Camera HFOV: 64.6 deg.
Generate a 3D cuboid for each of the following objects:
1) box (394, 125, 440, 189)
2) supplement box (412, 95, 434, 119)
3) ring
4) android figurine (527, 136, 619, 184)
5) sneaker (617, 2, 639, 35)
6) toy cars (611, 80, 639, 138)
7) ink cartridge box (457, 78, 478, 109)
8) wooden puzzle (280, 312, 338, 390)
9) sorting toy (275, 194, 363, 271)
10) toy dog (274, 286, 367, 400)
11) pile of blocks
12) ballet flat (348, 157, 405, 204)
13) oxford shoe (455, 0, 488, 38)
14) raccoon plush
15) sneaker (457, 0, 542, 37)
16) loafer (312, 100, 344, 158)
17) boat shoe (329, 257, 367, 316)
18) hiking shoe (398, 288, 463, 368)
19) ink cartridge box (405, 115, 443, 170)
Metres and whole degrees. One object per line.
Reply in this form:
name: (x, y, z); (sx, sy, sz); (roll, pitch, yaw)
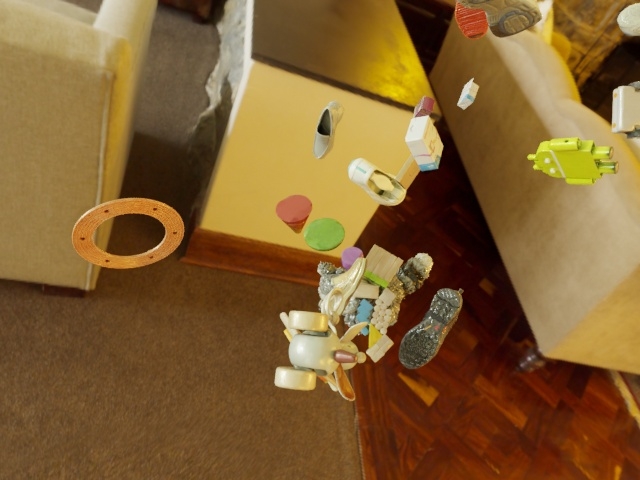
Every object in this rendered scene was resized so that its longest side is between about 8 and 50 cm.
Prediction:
box: (0.314, -0.262, 1.630); (0.021, 0.201, 0.164); (36, 8, 17)
supplement box: (0.366, -0.465, 1.799); (0.043, 0.083, 0.055); (17, 72, -8)
ring: (-0.608, -0.023, 1.618); (0.337, 0.336, 0.032); (0, 50, -29)
android figurine: (0.853, -0.271, 1.728); (0.248, 0.273, 0.056); (39, 68, -43)
sneaker: (0.862, -0.549, 1.240); (0.086, 0.085, 0.237); (8, 8, -39)
toy cars: (0.689, -0.304, 0.956); (0.394, 0.087, 0.176); (-41, 100, -6)
ink cartridge box: (0.454, -0.449, 1.551); (0.028, 0.048, 0.083); (29, 67, -11)
wooden puzzle: (-0.042, 0.365, 1.637); (0.044, 0.238, 0.221); (-36, 44, -4)
sorting toy: (0.000, 0.000, 1.615); (0.127, 0.126, 0.365); (-36, 56, -22)
toy dog: (0.041, 0.240, 1.094); (0.161, 0.220, 0.334); (6, 10, 25)
pile of blocks: (0.171, 0.199, 1.628); (0.149, 0.112, 0.362); (7, 85, 3)
ballet flat: (0.267, -0.219, 2.094); (0.400, 0.139, 0.139); (23, 34, -48)
oxford shoe: (0.417, -0.692, 1.403); (0.097, 0.271, 0.098); (-5, 52, 22)
raccoon plush: (0.172, 0.113, 1.767); (0.216, 0.299, 0.446); (17, 57, 43)
sneaker: (0.299, -0.470, 0.887); (0.297, 0.111, 0.129); (10, 70, -57)
loafer: (0.018, -0.524, 2.441); (0.112, 0.319, 0.111); (38, 45, 20)
boat shoe: (0.063, 0.121, 1.393); (0.072, 0.190, 0.068); (27, 19, 0)
hiking shoe: (0.276, 0.215, 1.217); (0.086, 0.227, 0.114); (41, 19, 27)
ink cartridge box: (0.283, -0.263, 1.373); (0.122, 0.052, 0.088); (48, 50, -41)
